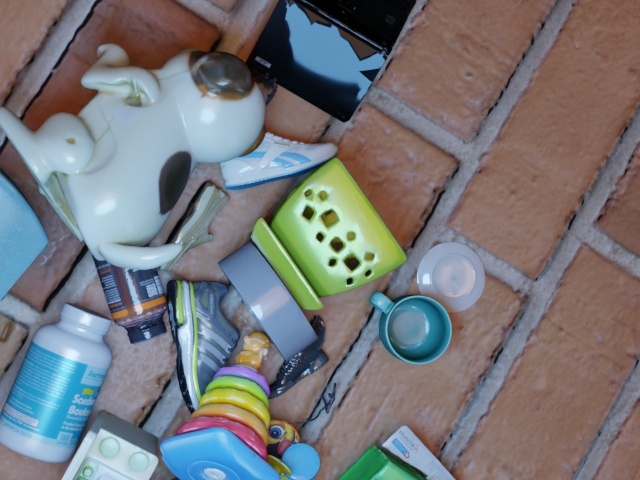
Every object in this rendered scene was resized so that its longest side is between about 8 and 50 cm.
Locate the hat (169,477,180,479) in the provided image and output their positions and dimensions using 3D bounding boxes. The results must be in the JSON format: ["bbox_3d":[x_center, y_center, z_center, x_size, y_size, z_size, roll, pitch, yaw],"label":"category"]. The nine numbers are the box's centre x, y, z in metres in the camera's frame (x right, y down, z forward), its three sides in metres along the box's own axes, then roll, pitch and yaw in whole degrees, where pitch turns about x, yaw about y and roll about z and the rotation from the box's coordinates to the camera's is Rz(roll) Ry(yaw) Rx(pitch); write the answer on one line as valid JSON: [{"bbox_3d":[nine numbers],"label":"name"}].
[{"bbox_3d":[-0.202,0.587,1.584,0.331,0.134,0.331,-4,97,-35],"label":"hat"}]

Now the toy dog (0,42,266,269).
[{"bbox_3d":[-0.285,-0.180,1.542,0.408,0.284,0.395,-37,53,-15],"label":"toy dog"}]

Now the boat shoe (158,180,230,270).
[{"bbox_3d":[-0.234,-0.016,1.692,0.072,0.068,0.190,34,84,-18],"label":"boat shoe"}]

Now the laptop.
[{"bbox_3d":[0.023,-0.412,1.766,0.234,0.136,0.264,30,59,-7],"label":"laptop"}]

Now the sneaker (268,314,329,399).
[{"bbox_3d":[-0.052,0.223,1.719,0.170,0.051,0.089,-32,93,-13],"label":"sneaker"}]

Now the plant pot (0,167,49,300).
[{"bbox_3d":[-0.617,-0.026,1.551,0.252,0.248,0.247,42,82,-21],"label":"plant pot"}]

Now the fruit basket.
[{"bbox_3d":[0.151,0.576,1.708,0.327,0.165,0.353,-44,110,-7],"label":"fruit basket"}]

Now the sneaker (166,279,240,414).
[{"bbox_3d":[-0.204,0.213,1.669,0.121,0.111,0.300,-9,95,-17],"label":"sneaker"}]

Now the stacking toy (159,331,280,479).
[{"bbox_3d":[-0.146,0.281,1.583,0.175,0.166,0.302,48,39,-31],"label":"stacking toy"}]

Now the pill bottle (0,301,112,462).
[{"bbox_3d":[-0.465,0.249,1.605,0.146,0.146,0.264,22,86,-7],"label":"pill bottle"}]

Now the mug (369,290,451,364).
[{"bbox_3d":[0.173,0.156,1.728,0.129,0.097,0.157,-19,91,-8],"label":"mug"}]

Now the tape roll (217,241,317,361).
[{"bbox_3d":[-0.096,0.110,1.628,0.072,0.219,0.219,-36,94,-7],"label":"tape roll"}]

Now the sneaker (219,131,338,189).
[{"bbox_3d":[-0.079,-0.163,1.707,0.229,0.087,0.092,-13,87,-11],"label":"sneaker"}]

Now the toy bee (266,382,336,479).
[{"bbox_3d":[-0.082,0.403,1.659,0.162,0.298,0.195,14,131,0],"label":"toy bee"}]

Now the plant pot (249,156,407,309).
[{"bbox_3d":[0.000,0.000,1.649,0.207,0.227,0.228,-34,92,-3],"label":"plant pot"}]

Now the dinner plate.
[{"bbox_3d":[0.261,0.073,1.786,0.141,0.017,0.141,0,90,-8],"label":"dinner plate"}]

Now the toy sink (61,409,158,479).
[{"bbox_3d":[-0.372,0.407,1.571,0.131,0.234,0.153,29,84,-6],"label":"toy sink"}]

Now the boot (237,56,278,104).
[{"bbox_3d":[-0.148,-0.280,1.722,0.099,0.045,0.121,35,90,-14],"label":"boot"}]

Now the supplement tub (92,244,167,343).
[{"bbox_3d":[-0.344,0.087,1.649,0.106,0.106,0.198,-17,91,-9],"label":"supplement tub"}]
